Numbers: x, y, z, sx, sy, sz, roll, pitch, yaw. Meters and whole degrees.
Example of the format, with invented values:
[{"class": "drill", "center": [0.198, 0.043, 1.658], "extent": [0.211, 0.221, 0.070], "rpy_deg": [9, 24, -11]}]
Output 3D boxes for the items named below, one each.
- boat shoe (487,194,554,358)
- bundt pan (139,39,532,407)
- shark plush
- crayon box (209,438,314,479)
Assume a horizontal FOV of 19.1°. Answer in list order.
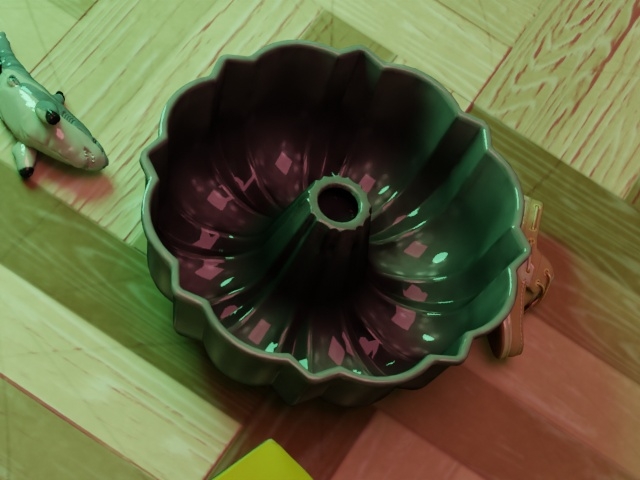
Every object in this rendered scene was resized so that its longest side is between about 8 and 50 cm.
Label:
[{"class": "boat shoe", "center": [0.175, 0.027, 1.663], "extent": [0.059, 0.063, 0.170], "rpy_deg": [6, 57, -6]}, {"class": "bundt pan", "center": [0.000, 0.000, 1.592], "extent": [0.331, 0.124, 0.331], "rpy_deg": [8, 58, -13]}, {"class": "shark plush", "center": [-0.247, -0.114, 1.650], "extent": [0.067, 0.073, 0.161], "rpy_deg": [-7, 39, -42]}, {"class": "crayon box", "center": [-0.032, 0.365, 1.347], "extent": [0.363, 0.106, 0.313], "rpy_deg": [46, 49, 13]}]
